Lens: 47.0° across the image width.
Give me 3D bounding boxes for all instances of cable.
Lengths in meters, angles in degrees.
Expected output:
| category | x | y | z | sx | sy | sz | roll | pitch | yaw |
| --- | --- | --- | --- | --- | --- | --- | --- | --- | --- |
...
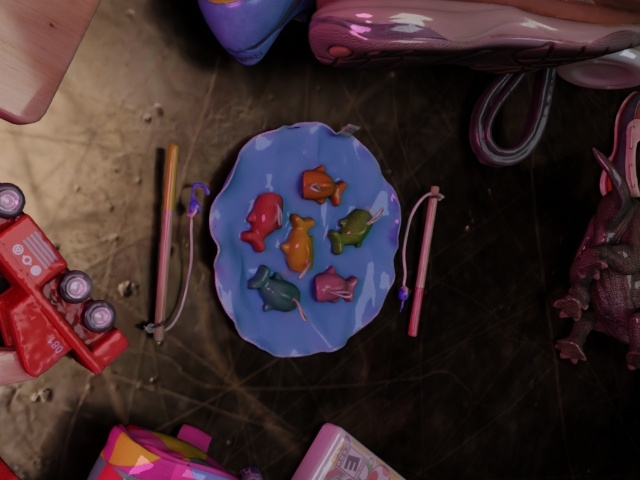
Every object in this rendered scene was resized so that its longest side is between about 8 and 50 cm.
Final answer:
| category | x | y | z | sx | sy | sz | roll | pitch | yaw |
| --- | --- | --- | --- | --- | --- | --- | --- | --- | --- |
| cable | 0.209 | -0.210 | 0.697 | 0.140 | 0.072 | 0.287 | 5 | 97 | -13 |

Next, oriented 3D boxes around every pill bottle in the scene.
| category | x | y | z | sx | sy | sz | roll | pitch | yaw |
| --- | --- | --- | --- | --- | --- | --- | --- | --- | --- |
| pill bottle | 0.296 | -0.247 | 0.744 | 0.094 | 0.094 | 0.169 | 15 | 82 | -36 |

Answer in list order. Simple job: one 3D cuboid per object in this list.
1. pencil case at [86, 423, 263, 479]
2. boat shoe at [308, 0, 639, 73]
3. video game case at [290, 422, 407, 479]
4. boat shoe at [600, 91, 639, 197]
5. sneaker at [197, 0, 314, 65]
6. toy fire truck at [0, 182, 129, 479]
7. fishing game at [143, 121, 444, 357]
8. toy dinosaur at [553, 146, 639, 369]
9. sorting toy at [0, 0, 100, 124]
| category | x | y | z | sx | sy | sz | roll | pitch | yaw |
| --- | --- | --- | --- | --- | --- | --- | --- | --- | --- |
| pencil case | -0.126 | 0.230 | 0.451 | 0.104 | 0.104 | 0.236 | 33 | 73 | -33 |
| boat shoe | 0.137 | -0.192 | 0.557 | 0.325 | 0.123 | 0.116 | -7 | 95 | -35 |
| video game case | 0.016 | 0.298 | 0.602 | 0.206 | 0.026 | 0.227 | 45 | 66 | -29 |
| boat shoe | 0.353 | -0.107 | 0.825 | 0.049 | 0.043 | 0.137 | 32 | 72 | -31 |
| sneaker | -0.022 | -0.218 | 0.536 | 0.209 | 0.069 | 0.082 | -63 | 153 | -24 |
| toy fire truck | -0.190 | 0.066 | 0.426 | 0.135 | 0.047 | 0.192 | -43 | 115 | -26 |
| fishing game | 0.000 | 0.000 | 0.570 | 0.264 | 0.041 | 0.189 | 10 | 89 | -37 |
| toy dinosaur | 0.314 | 0.033 | 0.777 | 0.160 | 0.121 | 0.313 | -47 | 113 | -39 |
| sorting toy | -0.219 | -0.226 | 0.365 | 0.257 | 0.089 | 0.255 | 29 | 75 | -34 |
